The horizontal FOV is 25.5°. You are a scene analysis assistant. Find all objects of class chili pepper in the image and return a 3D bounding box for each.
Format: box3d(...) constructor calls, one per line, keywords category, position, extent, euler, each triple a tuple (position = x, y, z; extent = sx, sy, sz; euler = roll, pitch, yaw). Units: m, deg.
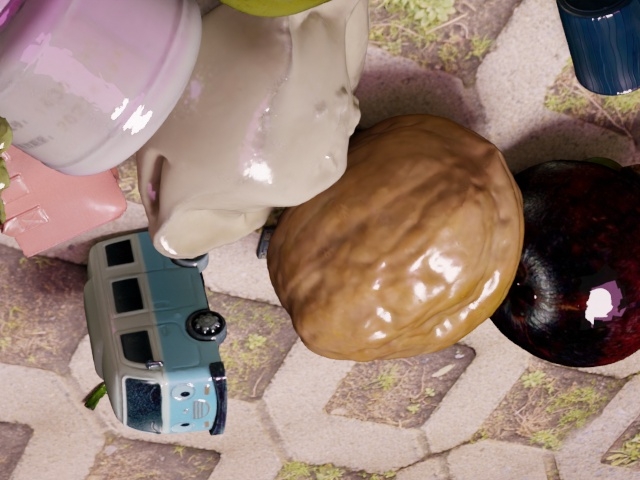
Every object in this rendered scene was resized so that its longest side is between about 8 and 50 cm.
box3d(category="chili pepper", position=(-0.309, 0.219, 2.052), extent=(0.083, 0.022, 0.027), euler=(-34, 105, 14))

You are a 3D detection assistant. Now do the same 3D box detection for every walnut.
box3d(category="walnut", position=(0.106, -0.003, 1.798), extent=(0.306, 0.306, 0.344), euler=(18, 126, -37))

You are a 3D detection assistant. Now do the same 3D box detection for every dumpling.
box3d(category="dumpling", position=(-0.058, -0.163, 1.662), extent=(0.315, 0.233, 0.395), euler=(-17, 136, -58))

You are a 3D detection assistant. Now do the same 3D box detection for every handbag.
box3d(category="handbag", position=(-0.332, -0.086, 1.659), extent=(0.157, 0.059, 0.212), euler=(-25, 137, -1))

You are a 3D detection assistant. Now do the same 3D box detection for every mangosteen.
box3d(category="mangosteen", position=(0.365, 0.029, 1.958), extent=(0.300, 0.300, 0.300), euler=(-13, 138, -12))

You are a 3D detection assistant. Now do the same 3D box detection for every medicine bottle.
box3d(category="medicine bottle", position=(-0.297, -0.229, 1.408), extent=(0.241, 0.241, 0.302), euler=(-42, 127, 21))

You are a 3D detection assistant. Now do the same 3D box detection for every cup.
box3d(category="cup", position=(0.363, -0.282, 1.768), extent=(0.113, 0.150, 0.138), euler=(2, 145, 25))

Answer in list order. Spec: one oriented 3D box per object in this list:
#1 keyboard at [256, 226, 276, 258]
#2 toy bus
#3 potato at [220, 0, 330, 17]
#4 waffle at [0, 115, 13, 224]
box3d(category="keyboard", position=(0.000, -0.001, 1.960), extent=(0.176, 0.014, 0.055), euler=(-3, 132, -22))
box3d(category="toy bus", position=(-0.210, 0.118, 1.799), extent=(0.165, 0.271, 0.133), euler=(-7, 136, -13))
box3d(category="potato", position=(-0.012, -0.351, 1.420), extent=(0.304, 0.216, 0.216), euler=(-41, 144, -22))
box3d(category="waffle", position=(-0.449, -0.086, 1.398), extent=(0.297, 0.073, 0.317), euler=(20, 145, -11))
